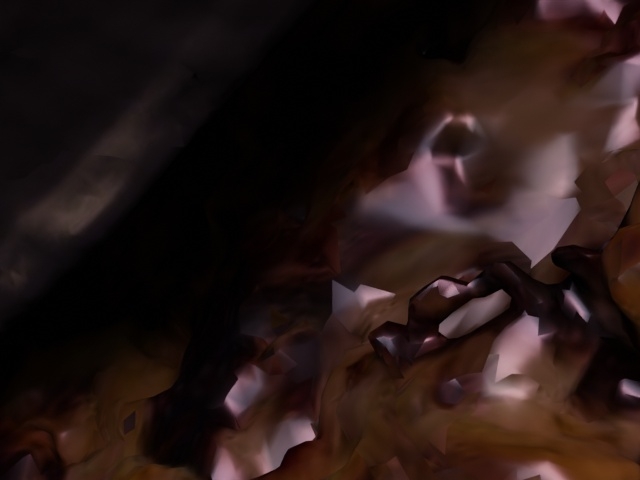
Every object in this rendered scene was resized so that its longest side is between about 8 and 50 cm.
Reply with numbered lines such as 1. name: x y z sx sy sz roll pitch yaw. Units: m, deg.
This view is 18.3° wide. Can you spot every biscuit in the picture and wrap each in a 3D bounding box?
1. biscuit: 0.000 0.003 0.478 0.334 0.081 0.289 -24 41 28

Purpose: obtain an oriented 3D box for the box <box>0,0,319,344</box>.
1. box: -0.090 -0.127 0.521 0.350 0.091 0.359 -43 35 34
